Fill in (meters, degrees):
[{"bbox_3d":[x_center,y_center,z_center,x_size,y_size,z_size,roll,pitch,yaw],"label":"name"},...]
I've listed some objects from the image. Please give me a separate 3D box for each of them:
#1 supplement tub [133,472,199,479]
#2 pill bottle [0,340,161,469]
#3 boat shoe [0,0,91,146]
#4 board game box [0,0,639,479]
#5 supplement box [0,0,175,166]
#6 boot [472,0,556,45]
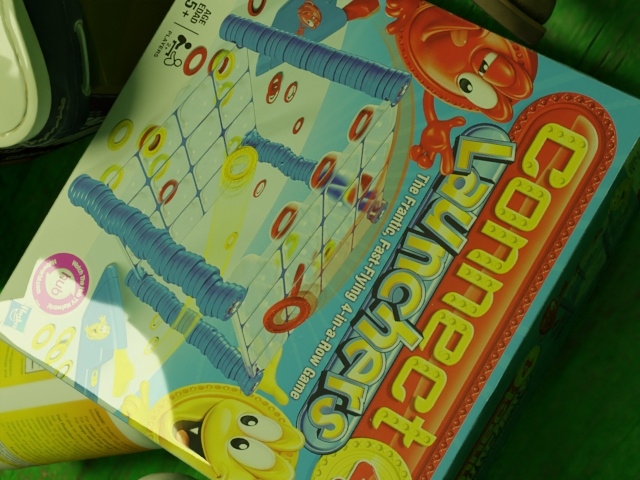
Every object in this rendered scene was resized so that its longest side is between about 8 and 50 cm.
[{"bbox_3d":[-0.162,0.258,0.993,0.200,0.144,0.144,-22,86,30],"label":"supplement tub"},{"bbox_3d":[-0.160,0.096,0.983,0.215,0.117,0.117,-12,91,31],"label":"pill bottle"},{"bbox_3d":[-0.193,-0.183,0.831,0.095,0.079,0.254,-16,92,28],"label":"boat shoe"},{"bbox_3d":[0.000,0.000,0.827,0.302,0.086,0.308,28,87,24],"label":"board game box"},{"bbox_3d":[-0.208,-0.167,0.962,0.194,0.129,0.191,-19,88,31],"label":"supplement box"},{"bbox_3d":[0.067,-0.249,0.789,0.115,0.112,0.305,-36,66,18],"label":"boot"}]
